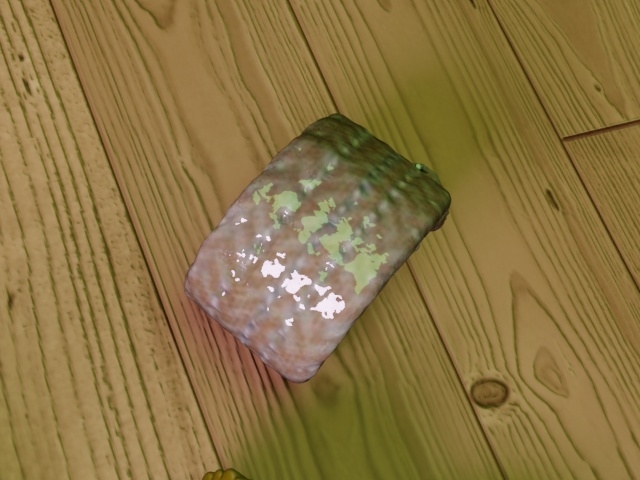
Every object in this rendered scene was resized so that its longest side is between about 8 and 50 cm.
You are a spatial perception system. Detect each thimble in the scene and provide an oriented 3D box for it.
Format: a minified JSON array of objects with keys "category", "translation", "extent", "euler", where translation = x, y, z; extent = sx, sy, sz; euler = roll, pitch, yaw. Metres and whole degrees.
[{"category":"thimble","translation":[-0.001,0.000,0.870],"extent":[0.148,0.196,0.229],"euler":[39,59,3]}]

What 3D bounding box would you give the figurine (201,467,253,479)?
[{"category":"figurine","translation":[0.053,0.279,0.782],"extent":[0.315,0.168,0.187],"euler":[12,104,-24]}]
